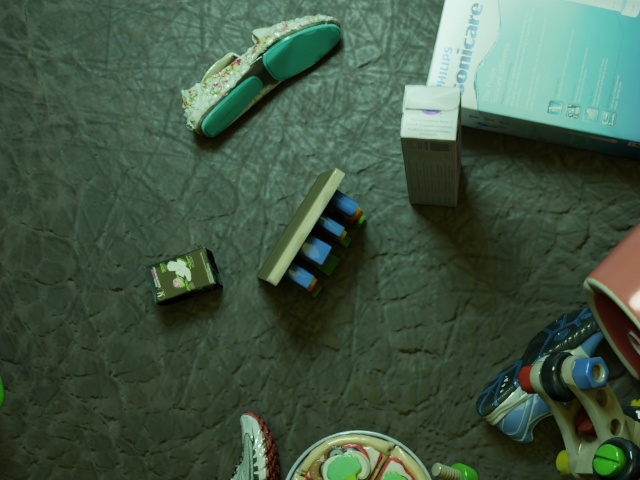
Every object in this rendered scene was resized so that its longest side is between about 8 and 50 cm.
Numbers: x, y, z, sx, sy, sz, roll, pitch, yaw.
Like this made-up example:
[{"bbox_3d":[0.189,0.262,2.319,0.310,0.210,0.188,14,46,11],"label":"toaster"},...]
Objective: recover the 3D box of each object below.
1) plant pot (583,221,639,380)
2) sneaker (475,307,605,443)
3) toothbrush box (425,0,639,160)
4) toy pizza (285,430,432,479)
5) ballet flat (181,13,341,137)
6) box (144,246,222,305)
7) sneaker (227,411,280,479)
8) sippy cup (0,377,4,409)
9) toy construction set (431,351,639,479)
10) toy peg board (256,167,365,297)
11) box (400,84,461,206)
[{"bbox_3d":[0.461,0.059,1.658,0.243,0.275,0.275,-33,80,-5],"label":"plant pot"},{"bbox_3d":[0.292,0.165,1.778,0.211,0.080,0.081,-42,102,-1],"label":"sneaker"},{"bbox_3d":[0.295,-0.238,1.799,0.295,0.126,0.216,11,84,7],"label":"toothbrush box"},{"bbox_3d":[0.047,0.340,1.790,0.201,0.032,0.201,-1,82,6],"label":"toy pizza"},{"bbox_3d":[-0.087,-0.232,1.863,0.241,0.091,0.077,-37,58,-4],"label":"ballet flat"},{"bbox_3d":[-0.176,0.048,1.839,0.083,0.062,0.052,-18,82,3],"label":"box"},{"bbox_3d":[-0.102,0.327,1.780,0.092,0.088,0.225,4,82,8],"label":"sneaker"},{"bbox_3d":[-0.556,0.233,1.783,0.240,0.305,0.224,-21,91,-41],"label":"sippy cup"},{"bbox_3d":[0.306,0.299,1.691,0.309,0.237,0.257,-36,45,34],"label":"toy construction set"},{"bbox_3d":[0.000,0.000,1.787,0.079,0.160,0.161,32,86,-6],"label":"toy peg board"},{"bbox_3d":[0.134,-0.107,1.696,0.067,0.324,0.063,5,79,7],"label":"box"}]
